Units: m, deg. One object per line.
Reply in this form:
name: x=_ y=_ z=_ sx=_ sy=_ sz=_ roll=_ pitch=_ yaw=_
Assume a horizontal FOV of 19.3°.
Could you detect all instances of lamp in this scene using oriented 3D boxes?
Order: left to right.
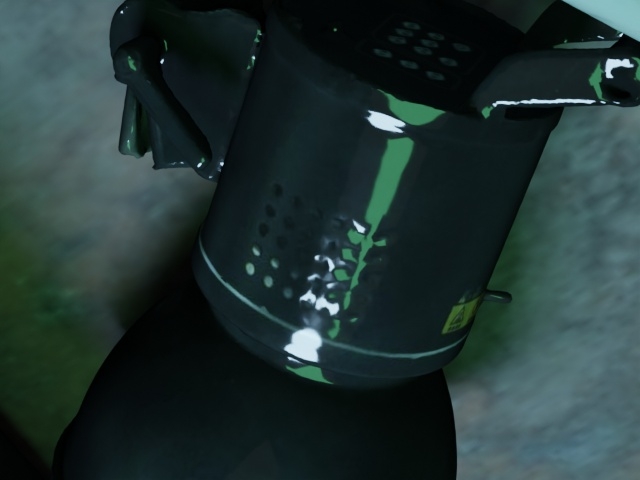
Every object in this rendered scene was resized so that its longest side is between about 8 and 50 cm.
lamp: x=0.000 y=0.000 z=0.624 sx=0.172 sy=0.147 sz=0.227 roll=24 pitch=117 yaw=11

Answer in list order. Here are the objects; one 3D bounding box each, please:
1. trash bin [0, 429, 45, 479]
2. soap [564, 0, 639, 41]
trash bin: x=-0.165 y=0.135 z=0.694 sx=0.115 sy=0.165 sz=0.225 roll=-28 pitch=124 yaw=18
soap: x=0.146 y=-0.098 z=0.523 sx=0.265 sy=0.159 sz=0.087 roll=24 pitch=124 yaw=-17
